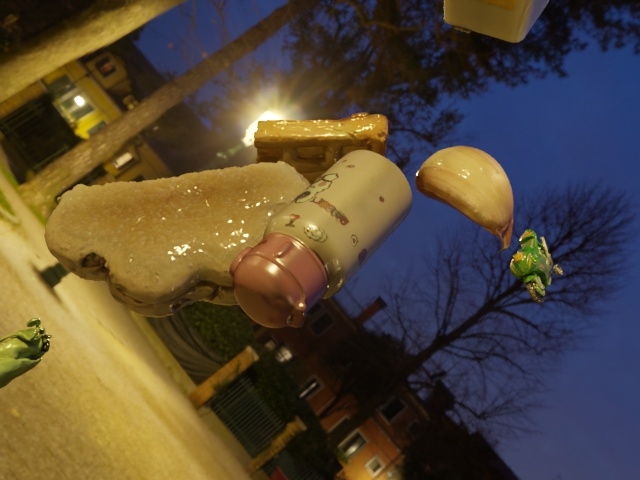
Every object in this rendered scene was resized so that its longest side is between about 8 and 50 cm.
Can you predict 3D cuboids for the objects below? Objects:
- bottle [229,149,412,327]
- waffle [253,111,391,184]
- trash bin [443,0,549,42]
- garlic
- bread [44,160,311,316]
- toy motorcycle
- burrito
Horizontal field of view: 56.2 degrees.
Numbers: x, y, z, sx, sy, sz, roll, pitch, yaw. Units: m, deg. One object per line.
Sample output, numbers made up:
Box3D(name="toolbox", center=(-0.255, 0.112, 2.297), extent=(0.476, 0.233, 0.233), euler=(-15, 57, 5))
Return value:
Box3D(name="bottle", center=(0.000, 0.000, 0.661), extent=(0.110, 0.233, 0.110), euler=(27, -39, 25))
Box3D(name="waffle", center=(0.002, -0.117, 1.351), extent=(0.077, 0.304, 0.348), euler=(-91, -178, -50))
Box3D(name="trash bin", center=(0.363, -0.594, 1.109), extent=(0.256, 0.296, 0.367), euler=(24, -29, 21))
Box3D(name="garlic", center=(0.245, -0.088, 1.007), extent=(0.115, 0.128, 0.206), euler=(8, 31, -50))
Box3D(name="bread", center=(-0.161, 0.000, 0.746), extent=(0.102, 0.337, 0.183), euler=(94, -18, -46))
Box3D(name="toy motorcycle", center=(0.447, 0.053, 1.263), extent=(0.074, 0.190, 0.106), euler=(-33, -81, 36))
Box3D(name="burrito", center=(-0.442, 0.187, 0.697), extent=(0.054, 0.288, 0.104), euler=(46, -35, 6))
